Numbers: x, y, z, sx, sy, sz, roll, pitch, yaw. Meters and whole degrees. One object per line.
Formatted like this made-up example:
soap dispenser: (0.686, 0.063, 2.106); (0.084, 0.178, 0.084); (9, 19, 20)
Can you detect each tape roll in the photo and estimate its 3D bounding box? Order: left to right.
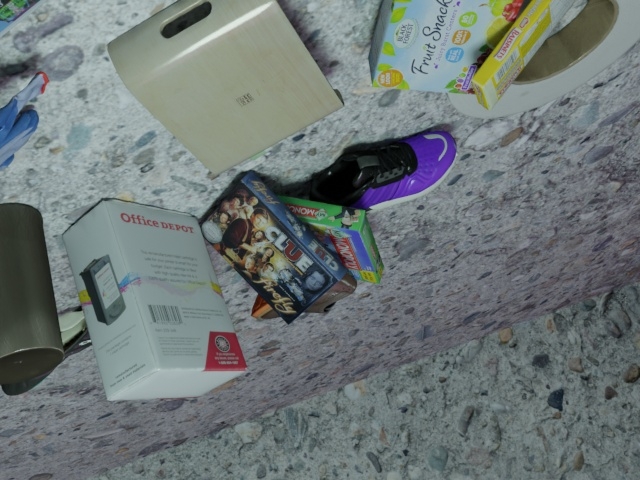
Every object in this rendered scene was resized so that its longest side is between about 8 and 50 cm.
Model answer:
tape roll: (0.366, -0.341, 1.381); (0.392, 0.072, 0.392); (-20, 158, -9)

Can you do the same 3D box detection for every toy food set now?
toy food set: (-0.117, -0.225, 1.177); (0.220, 0.092, 0.306); (-27, 149, 10)

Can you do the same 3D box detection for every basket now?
basket: (-0.483, 0.091, 1.318); (0.154, 0.226, 0.204); (5, 144, -49)

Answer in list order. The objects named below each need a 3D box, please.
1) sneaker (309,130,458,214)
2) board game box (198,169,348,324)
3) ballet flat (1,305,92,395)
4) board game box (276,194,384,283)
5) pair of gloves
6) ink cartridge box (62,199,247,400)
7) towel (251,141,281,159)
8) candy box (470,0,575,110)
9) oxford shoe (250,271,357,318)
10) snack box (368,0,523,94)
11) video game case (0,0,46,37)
sneaker: (0.111, -0.125, 1.571); (0.293, 0.102, 0.146); (-27, 156, 8)
board game box: (-0.088, 0.016, 1.527); (0.165, 0.243, 0.042); (-44, 180, 39)
ballet flat: (-0.539, 0.203, 1.704); (0.280, 0.095, 0.096); (-35, 147, 1)
board game box: (0.000, 0.000, 1.668); (0.214, 0.046, 0.317); (11, 162, 15)
pair of gloves: (-0.392, -0.119, 1.056); (0.159, 0.023, 0.198); (-57, -171, -27)
ink cartridge box: (-0.276, 0.104, 1.440); (0.131, 0.306, 0.226); (-34, 155, 26)
towel: (-0.084, -0.186, 1.363); (0.152, 0.023, 0.113); (-31, 154, 22)
candy box: (0.284, -0.282, 1.188); (0.206, 0.027, 0.105); (-53, 163, 3)
oxford shoe: (-0.043, 0.113, 1.736); (0.133, 0.130, 0.364); (27, 160, -13)
snack box: (0.170, -0.301, 1.189); (0.175, 0.070, 0.207); (3, 142, -10)
video game case: (-0.378, -0.272, 0.885); (0.201, 0.023, 0.183); (-32, 156, 16)
